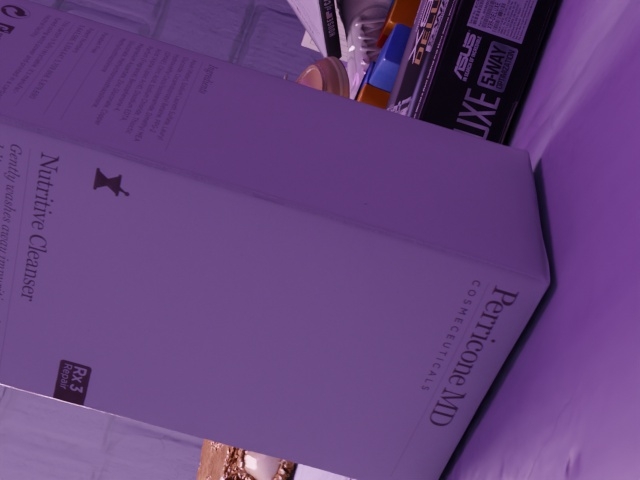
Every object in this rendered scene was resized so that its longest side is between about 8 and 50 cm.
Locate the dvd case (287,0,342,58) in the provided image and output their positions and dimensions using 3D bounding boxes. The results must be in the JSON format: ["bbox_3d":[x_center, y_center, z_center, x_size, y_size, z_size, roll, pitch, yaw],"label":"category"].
[{"bbox_3d":[-0.030,-0.374,1.352,0.179,0.029,0.239,61,174,24],"label":"dvd case"}]

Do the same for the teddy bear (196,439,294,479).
[{"bbox_3d":[-0.104,0.360,1.523,0.338,0.113,0.245,138,142,-65],"label":"teddy bear"}]

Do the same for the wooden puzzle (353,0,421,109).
[{"bbox_3d":[0.112,-0.248,1.227,0.322,0.080,0.348,135,151,-78],"label":"wooden puzzle"}]

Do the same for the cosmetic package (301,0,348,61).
[{"bbox_3d":[0.081,-0.437,1.720,0.309,0.160,0.113,121,166,-65],"label":"cosmetic package"}]

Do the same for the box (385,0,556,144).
[{"bbox_3d":[0.104,-0.103,0.884,0.242,0.076,0.307,-95,22,-76],"label":"box"}]

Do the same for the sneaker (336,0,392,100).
[{"bbox_3d":[0.079,-0.271,1.423,0.118,0.110,0.292,-95,2,-51],"label":"sneaker"}]

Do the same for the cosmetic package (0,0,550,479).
[{"bbox_3d":[-0.068,0.008,0.670,0.156,0.385,0.217,-79,5,-54],"label":"cosmetic package"}]

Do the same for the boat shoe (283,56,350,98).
[{"bbox_3d":[-0.053,-0.125,1.347,0.285,0.089,0.105,-60,41,31],"label":"boat shoe"}]
